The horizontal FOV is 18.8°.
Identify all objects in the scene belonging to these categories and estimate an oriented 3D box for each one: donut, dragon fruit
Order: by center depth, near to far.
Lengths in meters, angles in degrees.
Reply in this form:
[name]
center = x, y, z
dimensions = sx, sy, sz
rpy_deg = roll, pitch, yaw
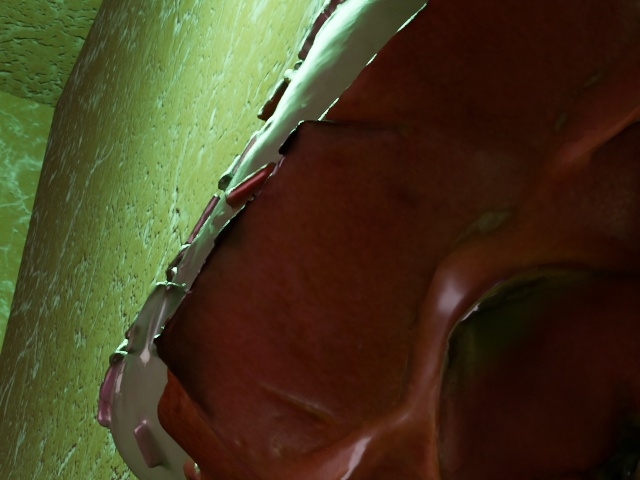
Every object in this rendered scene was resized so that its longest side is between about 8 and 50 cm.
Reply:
[dragon fruit]
center = 0.095, 0.038, 0.778
dimensions = 0.305, 0.226, 0.305
rpy_deg = -51, -12, -15
[donut]
center = 0.000, 0.000, 1.142
dimensions = 0.382, 0.142, 0.382
rpy_deg = -58, 4, 7
